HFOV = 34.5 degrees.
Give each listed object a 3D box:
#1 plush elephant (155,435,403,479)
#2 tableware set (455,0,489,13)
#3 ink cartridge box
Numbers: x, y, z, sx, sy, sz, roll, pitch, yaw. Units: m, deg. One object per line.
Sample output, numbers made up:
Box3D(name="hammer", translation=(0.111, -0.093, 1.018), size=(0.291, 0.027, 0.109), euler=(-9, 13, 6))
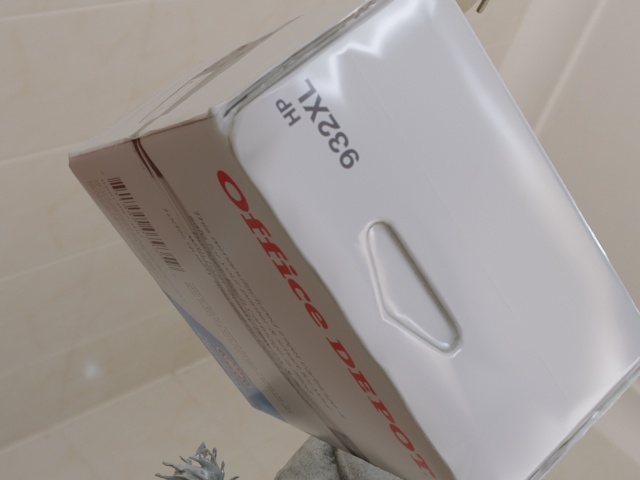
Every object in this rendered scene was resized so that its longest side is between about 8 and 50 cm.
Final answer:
Box3D(name="plush elephant", translation=(0.054, 0.216, 0.929), size=(0.330, 0.255, 0.272), euler=(32, -36, 8))
Box3D(name="tableware set", translation=(0.156, -0.292, 0.939), size=(0.039, 0.128, 0.194), euler=(39, -60, 16))
Box3D(name="ink cartridge box", translation=(0.000, 0.000, 0.577), size=(0.223, 0.129, 0.307), euler=(56, -19, -15))
